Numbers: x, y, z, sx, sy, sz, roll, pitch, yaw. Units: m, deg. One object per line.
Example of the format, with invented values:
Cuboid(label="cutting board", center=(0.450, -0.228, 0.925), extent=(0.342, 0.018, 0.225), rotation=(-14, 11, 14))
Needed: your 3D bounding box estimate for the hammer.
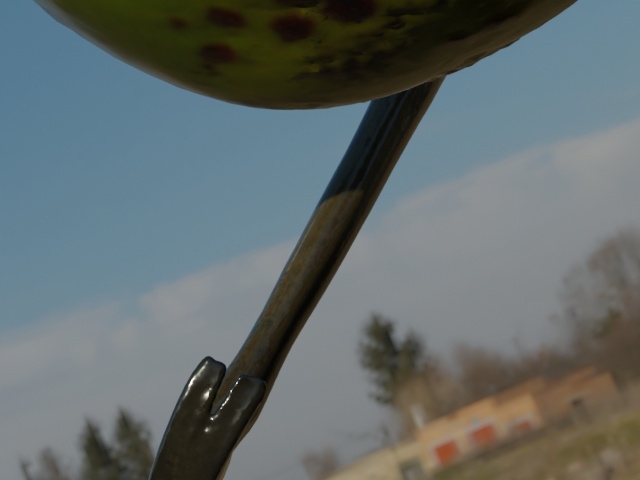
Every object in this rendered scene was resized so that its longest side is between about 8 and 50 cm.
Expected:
Cuboid(label="hammer", center=(0.000, 0.000, 1.205), extent=(0.440, 0.044, 0.168), rotation=(-61, -5, -33))

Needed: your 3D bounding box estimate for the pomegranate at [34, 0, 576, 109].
Cuboid(label="pomegranate", center=(0.006, -0.149, 0.377), extent=(0.198, 0.198, 0.246), rotation=(-14, -41, -49))
